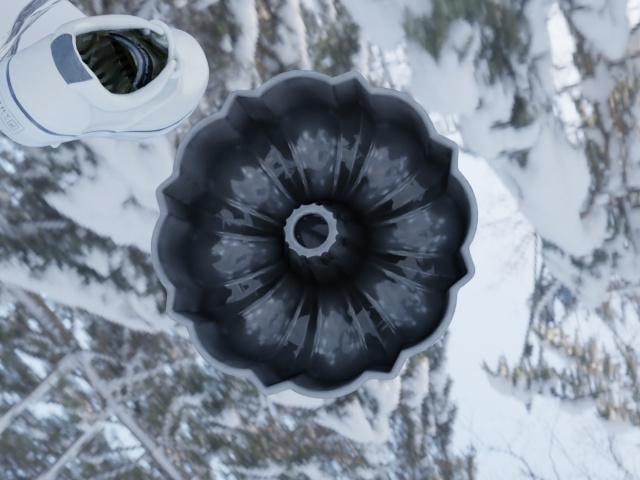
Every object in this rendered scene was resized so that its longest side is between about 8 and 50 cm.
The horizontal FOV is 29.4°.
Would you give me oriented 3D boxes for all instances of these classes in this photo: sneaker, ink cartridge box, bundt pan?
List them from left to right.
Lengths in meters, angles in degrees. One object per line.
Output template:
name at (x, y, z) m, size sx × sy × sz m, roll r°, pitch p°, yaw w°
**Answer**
ink cartridge box at (-0.387, -0.256, 1.517) m, size 0.115 × 0.273 × 0.198 m, roll -53°, pitch -169°, yaw -16°
sneaker at (-0.139, -0.125, 0.925) m, size 0.091 × 0.094 × 0.258 m, roll -23°, pitch -174°, yaw 27°
bundt pan at (0.000, 0.000, 1.251) m, size 0.330 × 0.124 × 0.331 m, roll -1°, pitch -99°, yaw 9°
